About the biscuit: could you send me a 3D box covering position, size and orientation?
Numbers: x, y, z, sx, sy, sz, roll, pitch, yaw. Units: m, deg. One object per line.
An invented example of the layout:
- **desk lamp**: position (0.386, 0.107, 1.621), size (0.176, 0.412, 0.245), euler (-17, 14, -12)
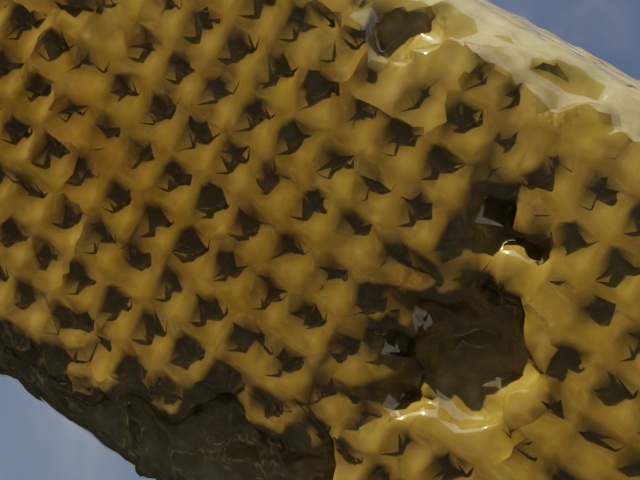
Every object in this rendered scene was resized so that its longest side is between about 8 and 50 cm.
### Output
- **biscuit**: position (0.000, 0.000, 0.402), size (0.426, 0.078, 0.144), euler (31, -78, 23)
